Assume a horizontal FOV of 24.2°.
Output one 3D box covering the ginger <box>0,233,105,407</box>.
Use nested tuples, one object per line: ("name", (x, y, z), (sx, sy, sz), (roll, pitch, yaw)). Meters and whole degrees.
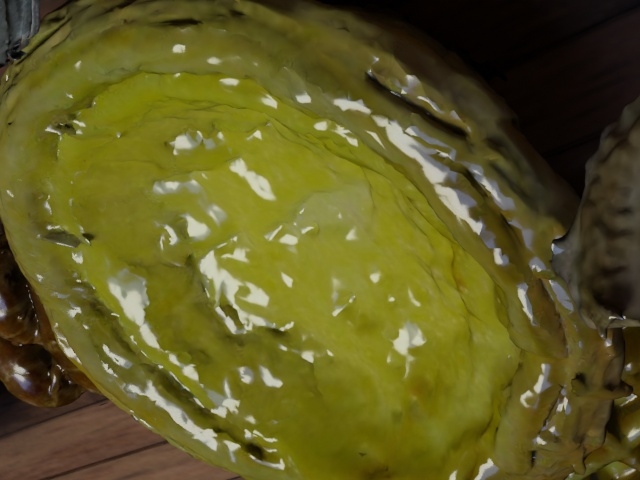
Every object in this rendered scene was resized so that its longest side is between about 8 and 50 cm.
("ginger", (-0.182, 0.047, 0.997), (0.103, 0.073, 0.162), (-11, 130, 14))

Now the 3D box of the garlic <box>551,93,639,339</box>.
("garlic", (0.239, -0.039, 0.590), (0.291, 0.238, 0.210), (-4, 168, -35))

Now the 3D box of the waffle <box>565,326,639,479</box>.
("waffle", (0.214, 0.090, 0.886), (0.297, 0.073, 0.317), (2, 134, 12))

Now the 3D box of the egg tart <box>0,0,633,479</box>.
("egg tart", (0.000, 0.000, 0.764), (0.345, 0.132, 0.345), (16, 131, 20))

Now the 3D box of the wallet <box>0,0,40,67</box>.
("wallet", (-0.220, -0.180, 0.657), (0.231, 0.069, 0.170), (44, 153, 12))
